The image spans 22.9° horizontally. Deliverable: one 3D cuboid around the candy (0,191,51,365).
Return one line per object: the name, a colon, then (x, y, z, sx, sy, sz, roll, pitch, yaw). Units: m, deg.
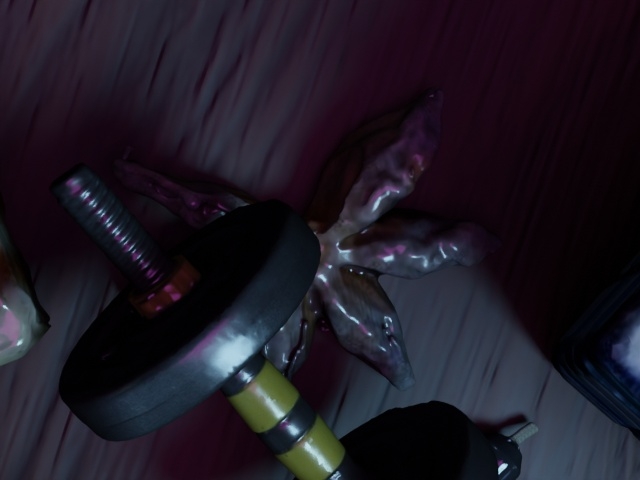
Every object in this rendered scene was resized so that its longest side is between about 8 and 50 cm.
candy: (-0.296, 0.043, 0.750, 0.321, 0.179, 0.135, -21, 94, -5)

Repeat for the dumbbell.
dumbbell: (-0.018, 0.088, 0.773, 0.143, 0.143, 0.325, -41, 108, -1)

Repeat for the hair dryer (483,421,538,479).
hair dryer: (0.049, 0.185, 0.894, 0.219, 0.071, 0.124, -45, 104, -9)

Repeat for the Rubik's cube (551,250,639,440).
Rubik's cube: (0.313, 0.046, 0.762, 0.292, 0.287, 0.293, 41, 90, 6)

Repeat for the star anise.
star anise: (0.000, 0.016, 0.855, 0.208, 0.063, 0.171, -12, 104, -7)
